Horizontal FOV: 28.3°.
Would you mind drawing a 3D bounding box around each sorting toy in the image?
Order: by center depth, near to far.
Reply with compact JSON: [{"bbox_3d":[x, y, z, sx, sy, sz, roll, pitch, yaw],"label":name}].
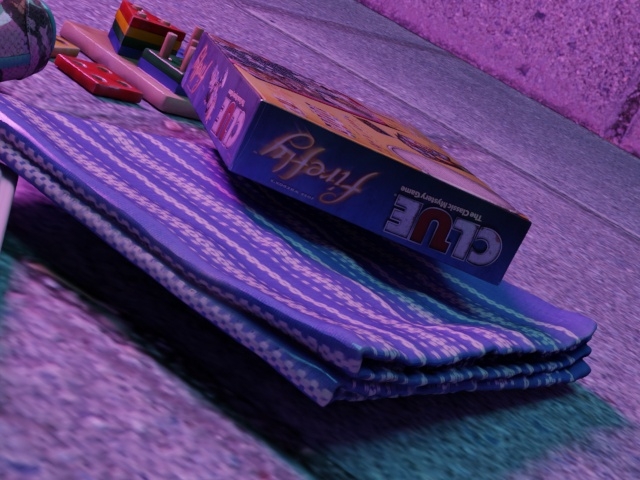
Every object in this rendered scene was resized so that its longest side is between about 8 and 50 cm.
[{"bbox_3d":[-0.111,-0.137,0.957,0.132,0.046,0.274,37,18,34],"label":"sorting toy"}]

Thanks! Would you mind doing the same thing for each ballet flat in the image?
[{"bbox_3d":[-0.248,-0.155,0.740,0.221,0.077,0.079,36,36,27],"label":"ballet flat"}]

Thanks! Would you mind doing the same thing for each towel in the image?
[{"bbox_3d":[0.000,0.000,0.654,0.243,0.040,0.336,34,12,25],"label":"towel"}]

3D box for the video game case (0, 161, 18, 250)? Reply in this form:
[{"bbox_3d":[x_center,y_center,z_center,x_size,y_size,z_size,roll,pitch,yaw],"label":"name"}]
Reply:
[{"bbox_3d":[-0.201,-0.024,0.444,0.183,0.023,0.201,24,15,-17],"label":"video game case"}]

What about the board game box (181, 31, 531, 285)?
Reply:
[{"bbox_3d":[0.009,-0.058,0.765,0.165,0.042,0.243,23,11,-17],"label":"board game box"}]
